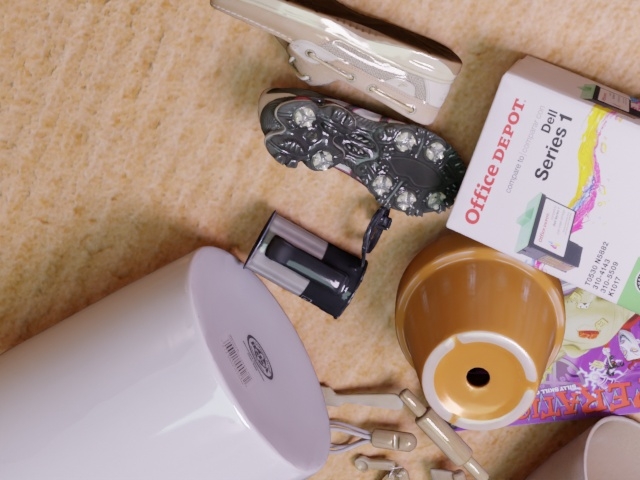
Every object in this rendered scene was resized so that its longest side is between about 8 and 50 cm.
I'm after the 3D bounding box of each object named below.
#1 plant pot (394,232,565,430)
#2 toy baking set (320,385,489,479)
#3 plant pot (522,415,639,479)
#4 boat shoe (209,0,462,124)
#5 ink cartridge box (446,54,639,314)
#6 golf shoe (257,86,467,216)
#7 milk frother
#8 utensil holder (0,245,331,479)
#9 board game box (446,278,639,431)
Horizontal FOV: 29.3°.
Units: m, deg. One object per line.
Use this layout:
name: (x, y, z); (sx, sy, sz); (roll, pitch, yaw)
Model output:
plant pot: (0.185, 0.116, 1.418); (0.205, 0.188, 0.205); (3, 114, 6)
toy baking set: (0.093, 0.273, 1.608); (0.197, 0.030, 0.256); (-31, 105, 36)
plant pot: (0.316, 0.393, 1.565); (0.256, 0.256, 0.274); (45, 128, -13)
boat shoe: (0.006, -0.218, 1.390); (0.302, 0.109, 0.098); (20, 114, -8)
ink cartridge box: (0.307, -0.059, 1.376); (0.278, 0.117, 0.201); (25, 115, 14)
golf shoe: (0.052, -0.117, 1.435); (0.273, 0.120, 0.105); (21, 110, -27)
milk frother: (0.000, 0.000, 1.501); (0.135, 0.129, 0.143); (29, 71, -6)
utensil holder: (-0.226, 0.225, 1.501); (0.385, 0.327, 0.327); (-29, 107, 15)
board game box: (0.299, 0.128, 1.538); (0.347, 0.056, 0.208); (-8, 116, 11)
